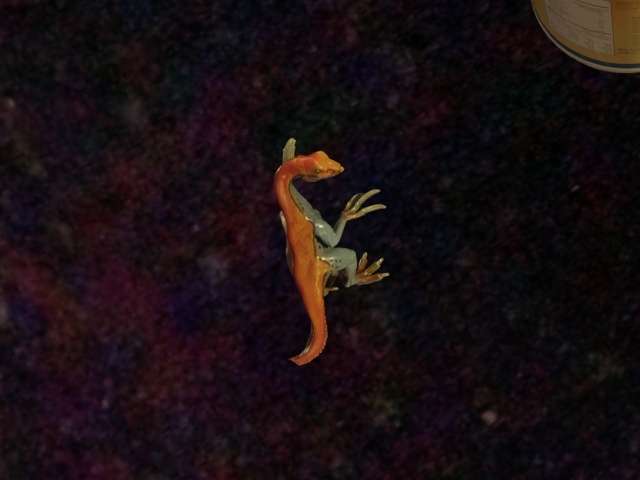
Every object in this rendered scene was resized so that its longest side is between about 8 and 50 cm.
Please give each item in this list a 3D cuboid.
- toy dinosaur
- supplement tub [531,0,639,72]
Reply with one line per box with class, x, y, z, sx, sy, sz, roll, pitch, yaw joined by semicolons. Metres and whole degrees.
toy dinosaur;0.000;0.000;0.491;0.047;0.090;0.082;2;159;26
supplement tub;0.201;-0.206;0.750;0.144;0.144;0.199;44;-179;20
